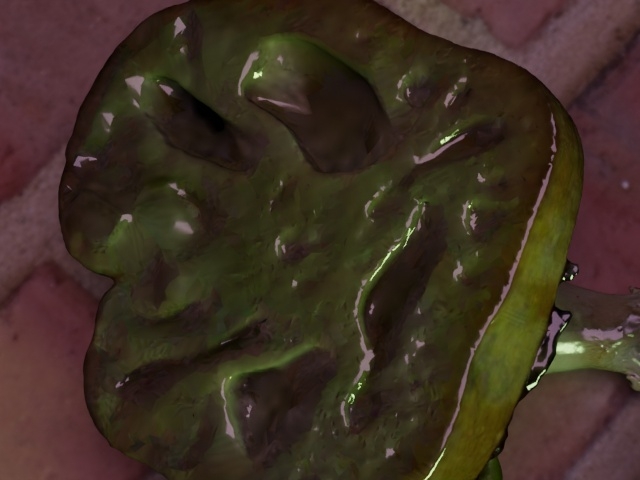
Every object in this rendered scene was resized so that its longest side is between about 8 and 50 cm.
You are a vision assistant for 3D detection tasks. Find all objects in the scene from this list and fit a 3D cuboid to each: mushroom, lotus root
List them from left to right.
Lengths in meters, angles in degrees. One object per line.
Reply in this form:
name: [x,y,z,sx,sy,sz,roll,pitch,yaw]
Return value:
lotus root: [0.000,0.000,1.145,0.375,0.111,0.390,-27,69,14]
mushroom: [0.141,0.051,1.208,0.225,0.093,0.116,16,55,7]

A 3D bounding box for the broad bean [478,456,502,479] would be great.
broad bean: [0.086,0.223,1.174,0.070,0.048,0.214,8,72,1]
